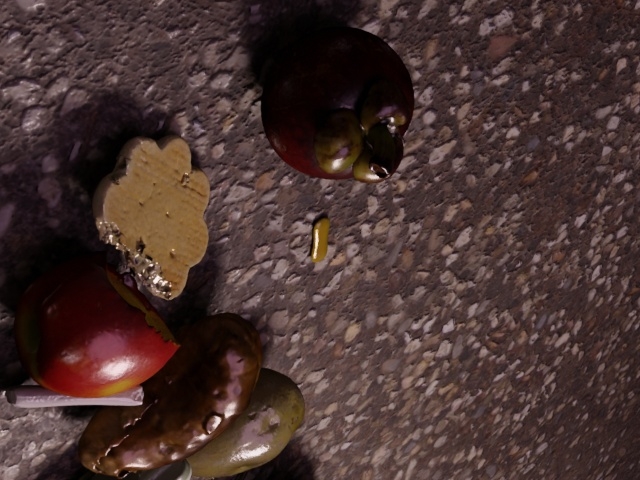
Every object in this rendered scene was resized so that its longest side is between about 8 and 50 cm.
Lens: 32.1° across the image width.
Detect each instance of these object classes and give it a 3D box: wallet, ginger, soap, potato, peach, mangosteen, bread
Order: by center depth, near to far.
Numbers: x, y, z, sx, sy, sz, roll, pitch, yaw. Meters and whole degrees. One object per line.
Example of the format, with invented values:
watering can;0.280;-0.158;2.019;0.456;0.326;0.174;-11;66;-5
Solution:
peach;-0.285;0.110;1.474;0.226;0.189;0.196;-8;97;-42
bread;-0.217;-0.042;1.492;0.182;0.038;0.251;-65;151;-25
mangosteen;0.032;-0.167;1.498;0.215;0.258;0.215;-10;130;-13
wallet;-0.340;0.216;1.551;0.189;0.095;0.033;1;87;-23
ginger;-0.212;0.245;1.684;0.321;0.165;0.172;-43;150;-3
soap;0.000;0.000;1.816;0.034;0.012;0.089;-24;137;-31
potato;-0.137;0.303;1.829;0.235;0.160;0.178;-27;121;-16

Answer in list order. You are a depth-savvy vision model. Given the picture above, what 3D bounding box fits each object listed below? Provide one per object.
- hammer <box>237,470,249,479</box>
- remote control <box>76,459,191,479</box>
hammer;-0.149;0.447;2.050;0.058;0.029;0.292;11;112;-51
remote control;-0.360;0.427;1.724;0.335;0.128;0.066;-41;141;-13
